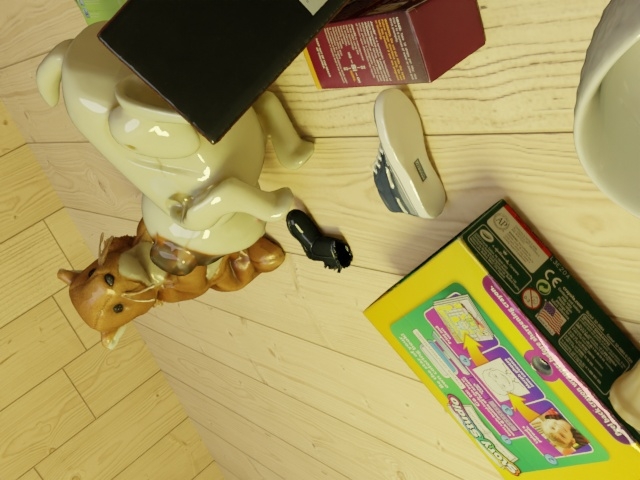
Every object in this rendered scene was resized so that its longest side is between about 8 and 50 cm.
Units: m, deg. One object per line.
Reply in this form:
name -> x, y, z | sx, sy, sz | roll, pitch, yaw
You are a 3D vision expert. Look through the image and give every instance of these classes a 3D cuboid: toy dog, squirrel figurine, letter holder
toy dog -> -0.209, -0.119, 1.062 | 0.395, 0.285, 0.408 | -4, 139, 6
squirrel figurine -> -0.341, 0.065, 1.442 | 0.281, 0.370, 0.397 | 54, 151, -2
letter holder -> -0.069, -0.277, 0.753 | 0.152, 0.302, 0.214 | 42, -174, -17

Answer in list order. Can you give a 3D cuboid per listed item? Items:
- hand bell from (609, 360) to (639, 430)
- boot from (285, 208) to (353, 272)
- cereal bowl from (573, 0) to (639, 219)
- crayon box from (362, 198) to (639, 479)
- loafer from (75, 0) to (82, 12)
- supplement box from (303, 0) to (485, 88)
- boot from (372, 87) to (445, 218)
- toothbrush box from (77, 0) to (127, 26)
hand bell -> 0.377, 0.071, 0.705 | 0.126, 0.126, 0.242 | 23, 125, 43
boot -> -0.001, 0.000, 1.213 | 0.099, 0.045, 0.121 | 16, 141, 51
cereal bowl -> 0.338, -0.116, 0.420 | 0.338, 0.141, 0.339 | 14, 158, 6
crayon box -> 0.261, 0.166, 0.951 | 0.363, 0.106, 0.313 | 50, 152, 5
loafer -> -0.462, -0.545, 1.218 | 0.319, 0.111, 0.112 | 54, 151, -3
supplement box -> 0.075, -0.231, 0.785 | 0.188, 0.104, 0.081 | 12, 132, 50
boot -> 0.095, -0.110, 0.924 | 0.086, 0.069, 0.190 | 8, 130, 49
toothbrush box -> -0.316, -0.448, 1.102 | 0.206, 0.122, 0.283 | 17, 136, 46
